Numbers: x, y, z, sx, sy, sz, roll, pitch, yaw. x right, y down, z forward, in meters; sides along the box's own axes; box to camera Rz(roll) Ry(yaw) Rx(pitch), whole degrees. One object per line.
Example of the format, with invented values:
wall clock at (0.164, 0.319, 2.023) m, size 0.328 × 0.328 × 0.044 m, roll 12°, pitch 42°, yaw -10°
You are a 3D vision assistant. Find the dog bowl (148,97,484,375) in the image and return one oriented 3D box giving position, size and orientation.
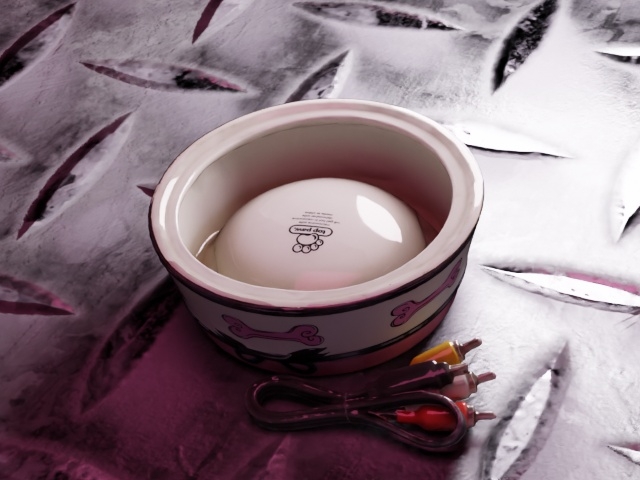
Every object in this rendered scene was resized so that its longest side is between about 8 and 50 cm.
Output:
dog bowl at (0.000, 0.000, 1.966) m, size 0.408 × 0.150 × 0.408 m, roll -4°, pitch 40°, yaw 3°

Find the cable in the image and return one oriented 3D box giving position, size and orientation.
cable at (0.060, 0.195, 1.818) m, size 0.287 × 0.072 × 0.139 m, roll -14°, pitch 56°, yaw 10°
